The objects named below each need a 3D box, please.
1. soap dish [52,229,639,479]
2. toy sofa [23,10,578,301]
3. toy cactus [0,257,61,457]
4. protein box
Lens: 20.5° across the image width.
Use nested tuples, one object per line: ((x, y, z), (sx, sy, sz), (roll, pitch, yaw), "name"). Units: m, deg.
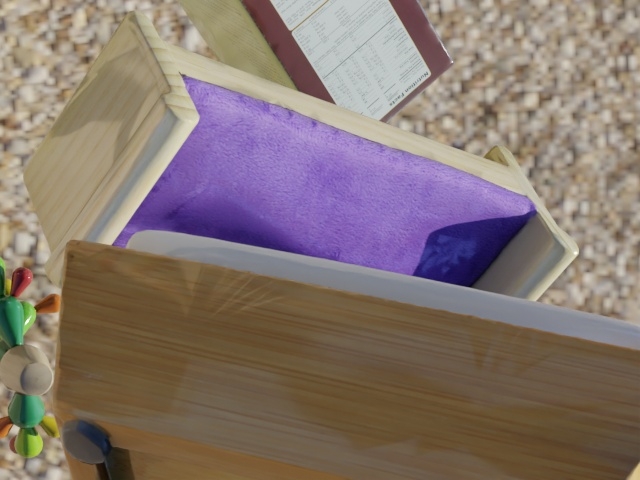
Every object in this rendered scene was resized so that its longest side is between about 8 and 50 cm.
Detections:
((0.021, 0.124, 0.821), (0.229, 0.291, 0.118), (84, 23, -44), "soap dish")
((0.000, 0.000, 1.178), (0.362, 0.177, 0.150), (17, 122, -38), "toy sofa")
((-0.299, 0.125, 1.785), (0.112, 0.180, 0.219), (-3, 99, -22), "toy cactus")
((-0.023, -0.211, 1.544), (0.136, 0.200, 0.201), (-41, 127, -9), "protein box")
